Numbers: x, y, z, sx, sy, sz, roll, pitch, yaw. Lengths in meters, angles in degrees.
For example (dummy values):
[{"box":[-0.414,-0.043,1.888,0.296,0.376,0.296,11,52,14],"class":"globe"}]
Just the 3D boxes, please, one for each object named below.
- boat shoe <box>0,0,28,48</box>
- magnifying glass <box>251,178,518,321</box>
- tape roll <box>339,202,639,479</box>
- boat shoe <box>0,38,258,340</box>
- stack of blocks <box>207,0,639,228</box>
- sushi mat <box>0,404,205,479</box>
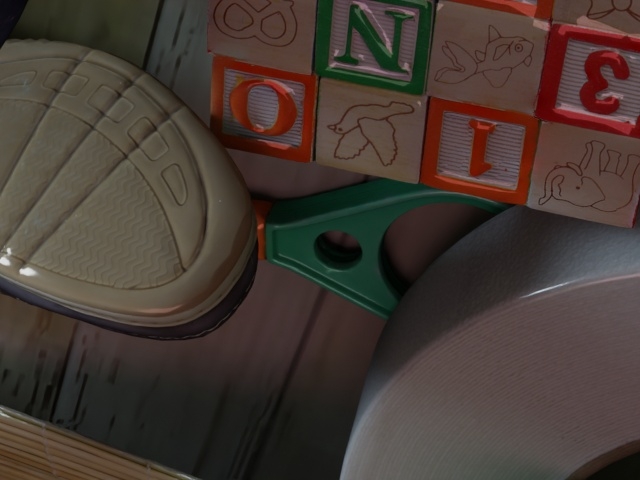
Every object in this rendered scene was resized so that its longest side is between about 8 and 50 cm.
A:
[{"box":[-0.079,-0.203,0.586,0.127,0.158,0.341,23,132,-2],"class":"boat shoe"},{"box":[0.000,0.000,0.816,0.231,0.026,0.092,9,131,12],"class":"magnifying glass"},{"box":[0.203,0.128,0.808,0.392,0.072,0.392,9,134,10],"class":"tape roll"},{"box":[-0.129,-0.025,0.756,0.285,0.103,0.092,21,157,34],"class":"boat shoe"},{"box":[0.113,-0.098,0.657,0.297,0.087,0.171,11,131,9],"class":"stack of blocks"},{"box":[-0.064,0.158,0.900,0.316,0.019,0.151,15,143,30],"class":"sushi mat"}]
